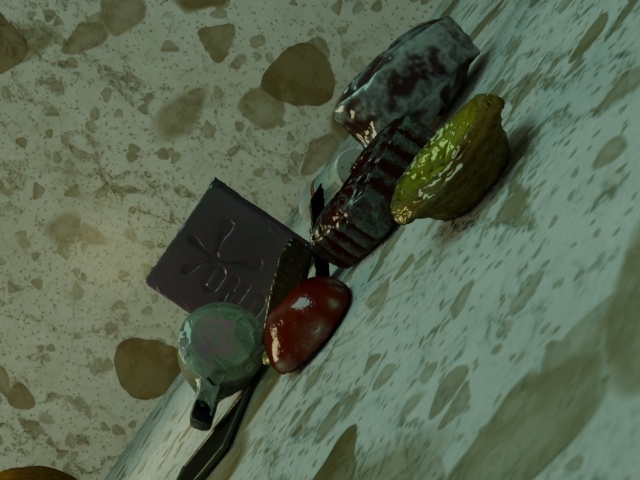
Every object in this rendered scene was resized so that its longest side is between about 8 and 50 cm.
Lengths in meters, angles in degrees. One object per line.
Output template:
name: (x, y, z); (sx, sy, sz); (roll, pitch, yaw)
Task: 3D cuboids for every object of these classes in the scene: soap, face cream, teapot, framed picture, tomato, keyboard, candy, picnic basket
soap: (-0.199, 0.053, 1.983); (0.285, 0.296, 0.107); (-56, 9, 6)
face cream: (0.026, -0.116, 2.052); (0.102, 0.102, 0.345); (-57, 7, -22)
teapot: (-0.185, 0.248, 1.657); (0.178, 0.163, 0.222); (108, 151, -58)
framed picture: (-0.207, 0.387, 1.557); (0.252, 0.014, 0.197); (-52, 7, 24)
tomato: (-0.033, 0.123, 1.339); (0.174, 0.082, 0.166); (-52, 8, 10)
keyboard: (0.002, 0.000, 1.539); (0.074, 0.015, 0.197); (-57, -31, -52)
candy: (0.162, -0.276, 1.582); (0.289, 0.157, 0.214); (-41, -1, -16)
picnic basket: (-0.057, 0.096, 1.553); (0.110, 0.054, 0.194); (-64, -12, -58)

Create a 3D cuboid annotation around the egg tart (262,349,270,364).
egg tart: (-0.058, 0.170, 1.463); (0.105, 0.039, 0.105); (-54, 6, 9)

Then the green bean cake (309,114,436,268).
green bean cake: (0.089, -0.085, 1.435); (0.233, 0.097, 0.198); (-59, 7, -26)

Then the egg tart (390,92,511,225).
egg tart: (0.160, -0.086, 1.027); (0.191, 0.074, 0.191); (-53, 7, 9)

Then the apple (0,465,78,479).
apple: (-0.650, 0.680, 1.879); (0.400, 0.333, 0.400); (-53, 5, 7)
